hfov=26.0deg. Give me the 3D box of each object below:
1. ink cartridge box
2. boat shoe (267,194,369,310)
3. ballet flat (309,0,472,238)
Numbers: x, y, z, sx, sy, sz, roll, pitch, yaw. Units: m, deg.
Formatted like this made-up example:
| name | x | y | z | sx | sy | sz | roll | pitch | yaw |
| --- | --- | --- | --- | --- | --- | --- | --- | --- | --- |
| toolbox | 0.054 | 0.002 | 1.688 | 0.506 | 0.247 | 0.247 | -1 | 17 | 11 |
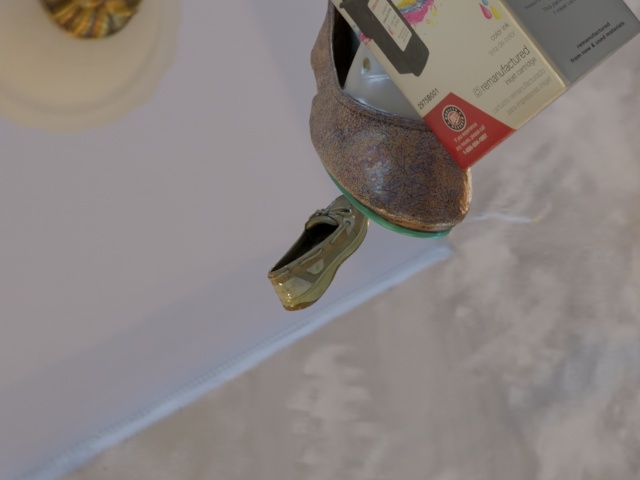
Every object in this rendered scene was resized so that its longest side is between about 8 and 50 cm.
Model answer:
| name | x | y | z | sx | sy | sz | roll | pitch | yaw |
| --- | --- | --- | --- | --- | --- | --- | --- | --- | --- |
| ink cartridge box | 0.078 | -0.147 | 0.798 | 0.072 | 0.127 | 0.175 | -37 | -92 | -29 |
| boat shoe | -0.002 | 0.001 | 1.303 | 0.048 | 0.056 | 0.153 | 58 | -133 | -26 |
| ballet flat | 0.044 | -0.114 | 0.974 | 0.107 | 0.316 | 0.106 | 7 | -64 | -14 |
